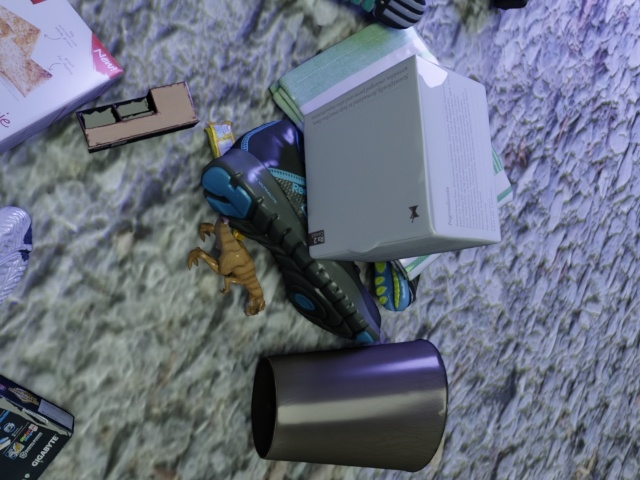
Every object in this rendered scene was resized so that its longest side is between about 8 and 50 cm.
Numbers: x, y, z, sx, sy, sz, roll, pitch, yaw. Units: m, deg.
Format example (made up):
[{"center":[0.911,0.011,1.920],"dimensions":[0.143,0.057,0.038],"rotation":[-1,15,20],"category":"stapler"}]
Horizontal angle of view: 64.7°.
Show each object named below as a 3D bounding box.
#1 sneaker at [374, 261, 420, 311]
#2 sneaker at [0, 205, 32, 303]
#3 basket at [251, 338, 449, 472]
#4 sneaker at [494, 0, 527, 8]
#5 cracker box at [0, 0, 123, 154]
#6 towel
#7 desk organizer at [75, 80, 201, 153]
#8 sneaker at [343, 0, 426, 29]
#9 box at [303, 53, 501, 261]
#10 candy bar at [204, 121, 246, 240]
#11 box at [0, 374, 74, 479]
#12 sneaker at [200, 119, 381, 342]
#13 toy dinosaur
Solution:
[{"center":[0.117,0.011,0.761],"dimensions":[0.078,0.067,0.188],"rotation":[3,85,-57],"category":"sneaker"},{"center":[-0.413,0.044,0.499],"dimensions":[0.153,0.094,0.234],"rotation":[21,66,-3],"category":"sneaker"},{"center":[0.030,0.228,0.691],"dimensions":[0.227,0.154,0.204],"rotation":[6,114,-20],"category":"basket"},{"center":[0.343,-0.433,0.804],"dimensions":[0.228,0.087,0.130],"rotation":[-10,101,-20],"category":"sneaker"},{"center":[-0.330,-0.169,0.479],"dimensions":[0.155,0.067,0.232],"rotation":[53,45,-19],"category":"cracker box"},{"center":[0.114,-0.139,0.713],"dimensions":[0.248,0.038,0.324],"rotation":[-35,92,-18],"category":"towel"},{"center":[-0.216,-0.146,0.598],"dimensions":[0.130,0.047,0.050],"rotation":[-21,101,-21],"category":"desk organizer"},{"center":[0.046,-0.379,0.694],"dimensions":[0.224,0.083,0.098],"rotation":[29,49,-16],"category":"sneaker"},{"center":[0.083,-0.074,0.564],"dimensions":[0.119,0.181,0.181],"rotation":[5,79,-40],"category":"box"},{"center":[-0.115,-0.079,0.665],"dimensions":[0.040,0.018,0.161],"rotation":[-19,102,-25],"category":"candy bar"},{"center":[-0.413,0.251,0.543],"dimensions":[0.175,0.051,0.220],"rotation":[41,78,-22],"category":"box"},{"center":[0.000,0.000,0.668],"dimensions":[0.139,0.125,0.340],"rotation":[-53,122,-32],"category":"sneaker"},{"center":[-0.111,0.012,0.619],"dimensions":[0.064,0.112,0.211],"rotation":[-57,151,-29],"category":"toy dinosaur"}]
